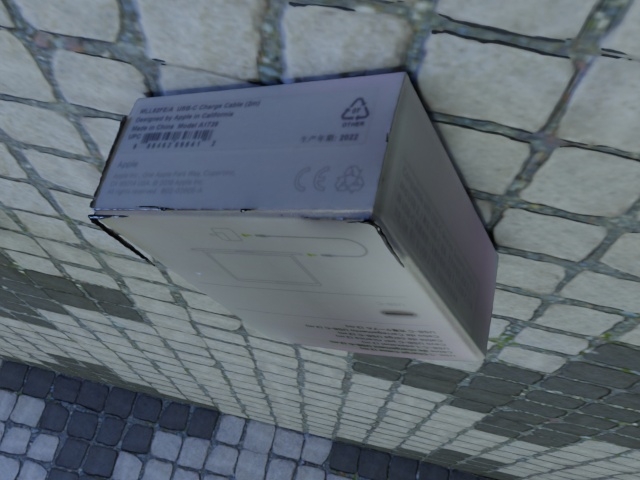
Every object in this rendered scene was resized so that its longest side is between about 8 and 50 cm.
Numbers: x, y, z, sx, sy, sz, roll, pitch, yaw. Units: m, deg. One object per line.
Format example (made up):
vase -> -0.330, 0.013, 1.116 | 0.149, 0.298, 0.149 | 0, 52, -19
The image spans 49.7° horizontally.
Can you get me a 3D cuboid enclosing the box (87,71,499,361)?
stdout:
box -> 0.000, 0.000, 0.502 | 0.203, 0.106, 0.252 | 0, 153, 28
